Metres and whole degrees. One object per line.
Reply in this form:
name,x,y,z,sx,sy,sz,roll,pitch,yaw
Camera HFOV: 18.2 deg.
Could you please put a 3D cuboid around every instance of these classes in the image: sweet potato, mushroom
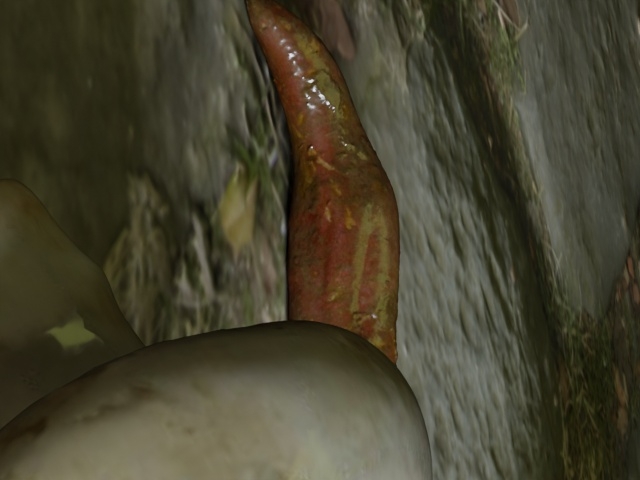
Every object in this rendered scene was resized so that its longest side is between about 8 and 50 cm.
sweet potato,0.007,-0.003,1.053,0.078,0.058,0.255,-4,84,-48
mushroom,-0.076,0.096,0.695,0.206,0.209,0.206,-50,155,-34
